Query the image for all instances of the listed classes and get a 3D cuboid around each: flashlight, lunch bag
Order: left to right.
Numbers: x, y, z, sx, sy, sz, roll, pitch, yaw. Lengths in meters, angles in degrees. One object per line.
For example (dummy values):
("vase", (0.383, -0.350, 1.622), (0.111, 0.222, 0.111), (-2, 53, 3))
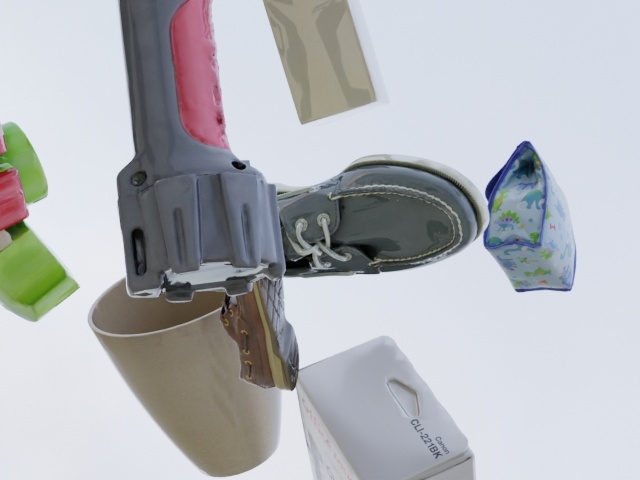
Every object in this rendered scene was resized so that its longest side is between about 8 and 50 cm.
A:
("flashlight", (-0.077, -0.117, 0.813), (0.103, 0.103, 0.304), (-22, -111, 33))
("lunch bag", (0.262, -0.029, 1.582), (0.096, 0.151, 0.129), (0, -28, 29))

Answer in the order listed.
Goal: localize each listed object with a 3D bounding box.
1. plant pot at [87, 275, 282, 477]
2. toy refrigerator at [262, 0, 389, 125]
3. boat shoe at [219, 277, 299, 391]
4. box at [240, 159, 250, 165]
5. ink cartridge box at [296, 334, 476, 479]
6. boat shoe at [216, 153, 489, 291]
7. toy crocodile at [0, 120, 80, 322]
("plant pot", (-0.156, 0.184, 1.784), (0.256, 0.256, 0.274), (8, -57, 48))
("toy refrigerator", (-0.015, -0.259, 1.334), (0.094, 0.102, 0.269), (-17, -88, 11))
("boat shoe", (-0.063, 0.068, 1.154), (0.060, 0.064, 0.178), (-2, -52, 12))
("box", (-0.109, -0.045, 1.477), (0.052, 0.062, 0.083), (-104, -168, -60))
("ink cartridge box", (0.073, 0.266, 1.331), (0.197, 0.114, 0.273), (-127, -158, -48))
("boat shoe", (0.000, 0.000, 1.150), (0.319, 0.099, 0.116), (-3, -58, 37))
("toy crocodile", (-0.266, -0.092, 0.899), (0.105, 0.115, 0.340), (26, -42, 51))
